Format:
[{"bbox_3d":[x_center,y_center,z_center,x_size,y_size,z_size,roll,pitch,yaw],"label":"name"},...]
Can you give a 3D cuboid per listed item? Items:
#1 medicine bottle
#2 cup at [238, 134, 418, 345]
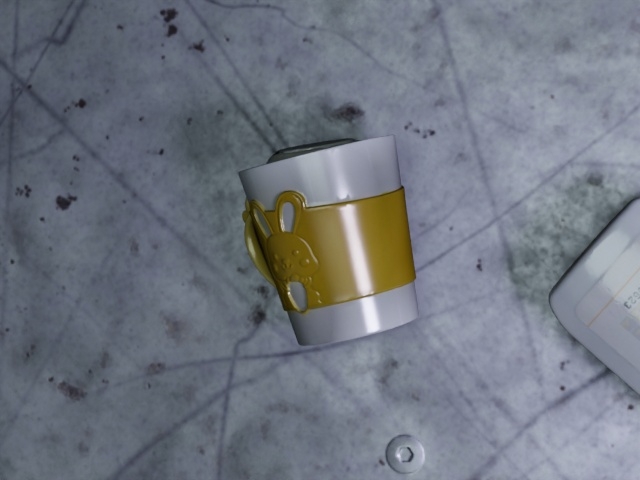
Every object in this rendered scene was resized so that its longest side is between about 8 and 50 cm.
[{"bbox_3d":[0.419,0.111,1.358,0.324,0.124,0.179,42,99,12],"label":"medicine bottle"},{"bbox_3d":[0.000,0.000,1.446,0.241,0.185,0.226,-13,92,47],"label":"cup"}]
